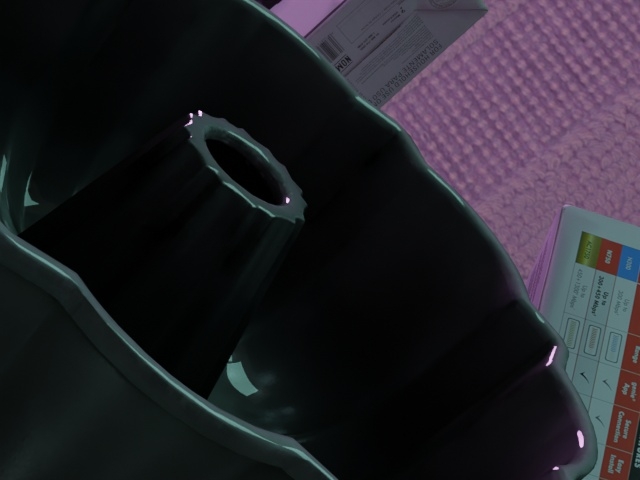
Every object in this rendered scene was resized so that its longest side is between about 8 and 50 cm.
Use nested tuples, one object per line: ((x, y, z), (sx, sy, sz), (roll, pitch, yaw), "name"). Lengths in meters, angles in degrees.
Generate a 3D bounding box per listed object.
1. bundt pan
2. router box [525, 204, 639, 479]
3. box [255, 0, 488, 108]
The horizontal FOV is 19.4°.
((-0.062, 0.016, 0.665), (0.331, 0.124, 0.331), (36, 21, -16), "bundt pan")
((0.201, 0.172, 0.769), (0.301, 0.335, 0.082), (19, -39, 2), "router box")
((-0.031, -0.198, 1.297), (0.087, 0.169, 0.290), (44, 4, -45), "box")
